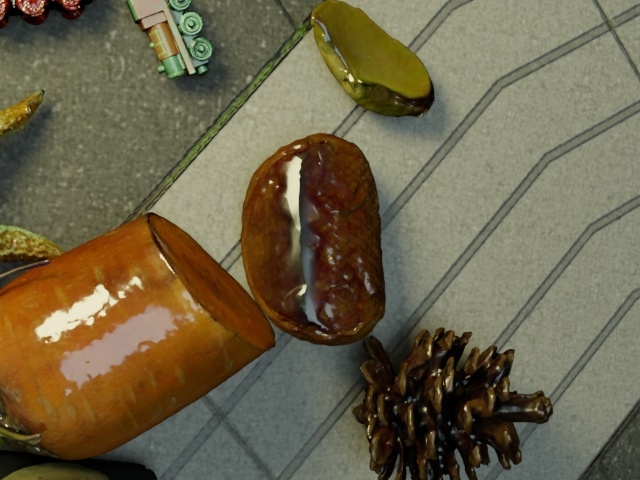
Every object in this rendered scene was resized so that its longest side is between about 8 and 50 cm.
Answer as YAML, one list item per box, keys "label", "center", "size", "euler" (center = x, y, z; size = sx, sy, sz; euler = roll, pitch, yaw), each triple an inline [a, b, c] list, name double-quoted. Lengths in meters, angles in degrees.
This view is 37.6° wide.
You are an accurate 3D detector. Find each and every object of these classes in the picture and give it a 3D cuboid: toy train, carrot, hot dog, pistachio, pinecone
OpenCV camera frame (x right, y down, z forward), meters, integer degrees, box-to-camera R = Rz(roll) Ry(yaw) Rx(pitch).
- label: "toy train"
  center: [-0.288, -0.258, 0.922]
  size: [0.138, 0.050, 0.087]
  euler: [-13, 96, -17]
- label: "carrot"
  center: [-0.221, 0.102, 0.901]
  size: [0.331, 0.214, 0.193]
  euler: [-30, 60, -9]
- label: "toy train"
  center: [-0.153, -0.216, 0.975]
  size: [0.064, 0.044, 0.103]
  euler: [-25, 101, -11]
- label: "hot dog"
  center: [-0.001, 0.000, 1.012]
  size: [0.161, 0.099, 0.226]
  euler: [3, 84, -18]
- label: "pistachio"
  center: [0.050, -0.191, 1.041]
  size: [0.173, 0.049, 0.089]
  euler: [36, 61, -16]
- label: "pinecone"
  center: [0.145, 0.185, 1.050]
  size: [0.212, 0.168, 0.185]
  euler: [-13, 114, -4]

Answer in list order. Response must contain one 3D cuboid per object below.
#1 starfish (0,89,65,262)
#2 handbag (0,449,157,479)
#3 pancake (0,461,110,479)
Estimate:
- label: "starfish"
  center: [-0.408, 0.004, 0.902]
  size: [0.347, 0.078, 0.357]
  euler: [0, 96, -21]
- label: "handbag"
  center: [-0.300, 0.365, 0.939]
  size: [0.288, 0.152, 0.342]
  euler: [0, 96, -34]
- label: "pancake"
  center: [-0.249, 0.324, 0.867]
  size: [0.222, 0.042, 0.236]
  euler: [-17, 105, -45]
